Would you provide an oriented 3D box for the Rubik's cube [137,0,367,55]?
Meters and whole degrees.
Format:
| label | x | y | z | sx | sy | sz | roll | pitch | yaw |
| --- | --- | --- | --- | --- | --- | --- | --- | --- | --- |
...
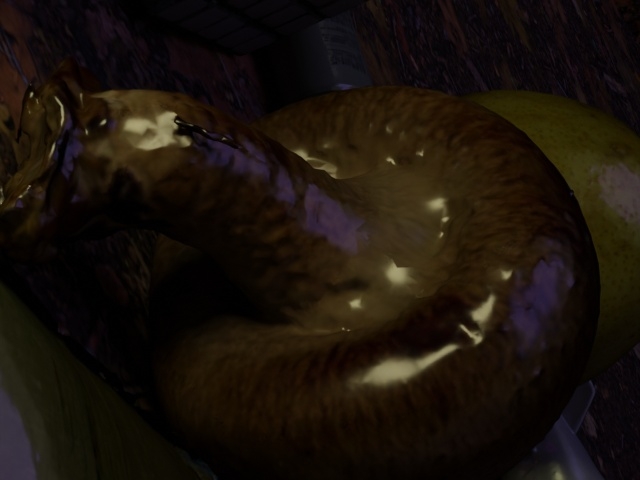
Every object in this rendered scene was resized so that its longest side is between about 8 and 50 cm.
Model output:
| label | x | y | z | sx | sy | sz | roll | pitch | yaw |
| --- | --- | --- | --- | --- | --- | --- | --- | --- | --- |
| Rubik's cube | -0.047 | -0.316 | 1.646 | 0.237 | 0.238 | 0.237 | 69 | 17 | 13 |

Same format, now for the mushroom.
| label | x | y | z | sx | sy | sz | roll | pitch | yaw |
| --- | --- | --- | --- | --- | --- | --- | --- | --- | --- |
| mushroom | 0.004 | -0.005 | 1.312 | 0.331 | 0.334 | 0.356 | -75 | 147 | -64 |

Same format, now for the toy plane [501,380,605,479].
| label | x | y | z | sx | sy | sz | roll | pitch | yaw |
| --- | --- | --- | --- | --- | --- | --- | --- | --- | --- |
| toy plane | 0.255 | 0.273 | 1.963 | 0.267 | 0.123 | 0.267 | 58 | 18 | -31 |

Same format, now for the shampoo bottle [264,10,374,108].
| label | x | y | z | sx | sy | sz | roll | pitch | yaw |
| --- | --- | --- | --- | --- | --- | --- | --- | --- | --- |
| shampoo bottle | -0.004 | -0.169 | 1.836 | 0.118 | 0.087 | 0.234 | 31 | 39 | -60 |

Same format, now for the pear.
| label | x | y | z | sx | sy | sz | roll | pitch | yaw |
| --- | --- | --- | --- | --- | --- | --- | --- | --- | --- |
| pear | 0.194 | 0.001 | 1.867 | 0.304 | 0.304 | 0.304 | 55 | 21 | -33 |

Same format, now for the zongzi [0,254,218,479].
| label | x | y | z | sx | sy | sz | roll | pitch | yaw |
| --- | --- | --- | --- | --- | --- | --- | --- | --- | --- |
| zongzi | -0.125 | 0.224 | 0.847 | 0.356 | 0.174 | 0.392 | 47 | 26 | -55 |
